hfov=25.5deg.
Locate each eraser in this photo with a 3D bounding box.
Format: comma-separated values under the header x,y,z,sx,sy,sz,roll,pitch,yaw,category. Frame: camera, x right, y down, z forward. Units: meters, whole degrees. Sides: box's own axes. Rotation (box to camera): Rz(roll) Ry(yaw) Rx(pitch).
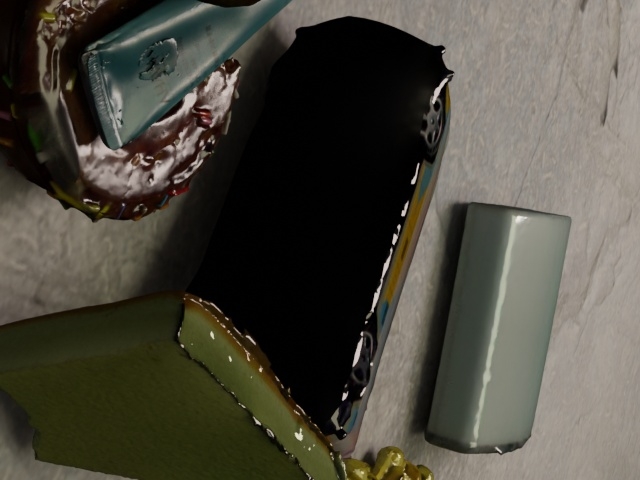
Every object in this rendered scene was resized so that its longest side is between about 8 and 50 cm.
x,y,z,sx,sy,sz,roll,pitch,yaw,category
0.218,0.103,1.704,0.189,0.104,0.289,3,98,-54,eraser

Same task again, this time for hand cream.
x,y,z,sx,sy,sz,roll,pitch,yaw,category
-0.085,-0.153,0.997,0.224,0.048,0.083,-45,139,-36,hand cream

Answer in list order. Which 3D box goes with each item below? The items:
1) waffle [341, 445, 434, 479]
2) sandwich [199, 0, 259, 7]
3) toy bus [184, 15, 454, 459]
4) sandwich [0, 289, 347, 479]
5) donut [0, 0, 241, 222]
x,y,z,sx,sy,sz,roll,pitch,yaw,category
0.045,0.380,1.574,0.312,0.060,0.307,15,87,-59,waffle
-0.099,-0.311,0.935,0.250,0.162,0.301,30,41,-16,sandwich
0.000,0.000,1.243,0.162,0.171,0.386,78,29,-66,toy bus
-0.123,0.135,1.062,0.245,0.212,0.063,54,36,-39,sandwich
-0.158,-0.124,1.018,0.216,0.096,0.230,-61,145,-23,donut
